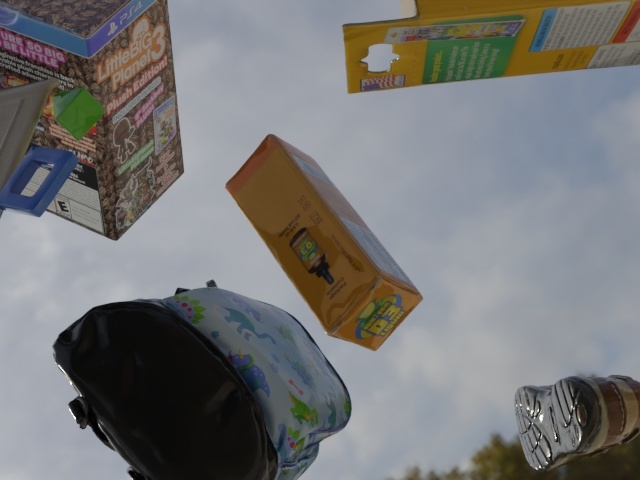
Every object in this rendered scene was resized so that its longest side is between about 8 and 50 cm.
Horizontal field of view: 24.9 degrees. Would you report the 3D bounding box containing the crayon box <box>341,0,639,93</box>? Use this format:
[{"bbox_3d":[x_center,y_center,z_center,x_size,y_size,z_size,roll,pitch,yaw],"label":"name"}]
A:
[{"bbox_3d":[0.175,-0.189,1.109,0.322,0.083,0.203,-6,-8,1],"label":"crayon box"}]

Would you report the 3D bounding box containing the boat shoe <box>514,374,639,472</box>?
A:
[{"bbox_3d":[0.351,0.242,1.944,0.119,0.123,0.324,-8,-7,-11],"label":"boat shoe"}]

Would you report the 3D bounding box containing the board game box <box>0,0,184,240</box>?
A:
[{"bbox_3d":[-0.294,-0.181,1.622,0.141,0.232,0.291,-50,-27,-38],"label":"board game box"}]

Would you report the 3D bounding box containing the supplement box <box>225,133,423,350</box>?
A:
[{"bbox_3d":[0.000,0.000,1.401,0.078,0.233,0.080,-47,-43,14],"label":"supplement box"}]

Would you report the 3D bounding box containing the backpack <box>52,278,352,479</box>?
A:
[{"bbox_3d":[-0.111,0.191,1.691,0.273,0.290,0.355,-40,-18,-7],"label":"backpack"}]

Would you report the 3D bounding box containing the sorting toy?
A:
[{"bbox_3d":[-0.329,-0.056,1.328,0.047,0.347,0.196,48,-130,-39],"label":"sorting toy"}]
